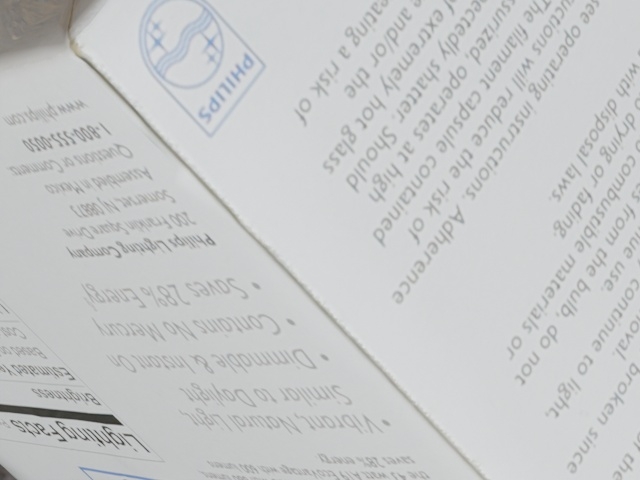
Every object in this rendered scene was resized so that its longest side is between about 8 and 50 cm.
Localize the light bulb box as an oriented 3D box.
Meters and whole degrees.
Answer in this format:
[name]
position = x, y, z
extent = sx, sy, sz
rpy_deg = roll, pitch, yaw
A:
[light bulb box]
position = 0.000, 0.000, 0.709
extent = 0.361, 0.358, 0.225
rpy_deg = 47, 63, -25
